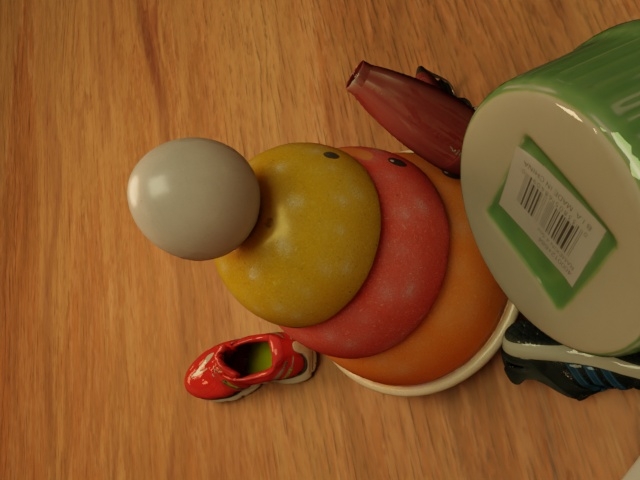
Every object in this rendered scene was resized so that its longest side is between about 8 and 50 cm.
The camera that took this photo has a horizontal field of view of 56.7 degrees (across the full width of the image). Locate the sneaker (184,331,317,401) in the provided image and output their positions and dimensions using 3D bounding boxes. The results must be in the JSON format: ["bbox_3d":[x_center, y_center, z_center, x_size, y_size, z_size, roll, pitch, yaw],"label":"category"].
[{"bbox_3d":[-0.140,0.198,0.979,0.279,0.118,0.107,-24,64,32],"label":"sneaker"}]

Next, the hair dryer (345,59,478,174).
[{"bbox_3d":[0.138,-0.159,0.750,0.223,0.293,0.080,47,116,33],"label":"hair dryer"}]

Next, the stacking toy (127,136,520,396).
[{"bbox_3d":[0.000,0.000,0.685,0.351,0.480,0.350,-11,72,36],"label":"stacking toy"}]

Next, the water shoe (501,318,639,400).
[{"bbox_3d":[0.313,0.142,0.677,0.203,0.073,0.080,8,123,28],"label":"water shoe"}]

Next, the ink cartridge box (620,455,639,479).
[{"bbox_3d":[0.410,0.304,0.504,0.307,0.129,0.223,40,104,38],"label":"ink cartridge box"}]

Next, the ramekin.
[{"bbox_3d":[0.268,-0.039,0.566,0.148,0.303,0.303,-21,56,-15],"label":"ramekin"}]
